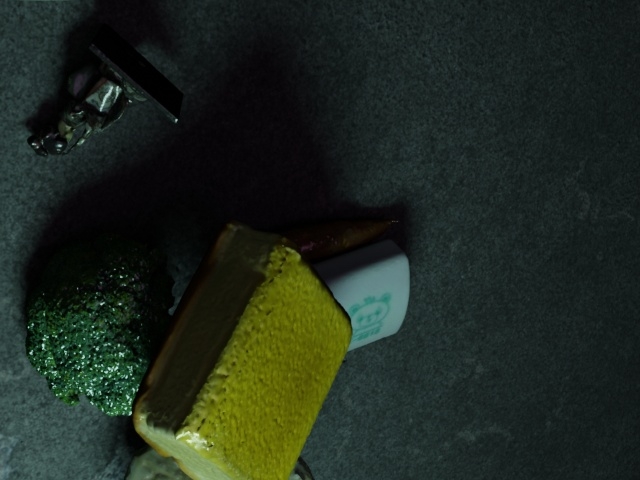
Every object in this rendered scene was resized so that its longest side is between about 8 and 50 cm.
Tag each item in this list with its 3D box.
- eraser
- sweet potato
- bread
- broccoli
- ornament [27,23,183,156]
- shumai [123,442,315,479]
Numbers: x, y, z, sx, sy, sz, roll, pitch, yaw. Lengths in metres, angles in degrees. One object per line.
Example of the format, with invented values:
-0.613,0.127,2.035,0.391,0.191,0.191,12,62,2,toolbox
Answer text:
0.006,0.120,1.919,0.290,0.104,0.189,-19,130,-27,eraser
0.000,0.000,1.890,0.314,0.072,0.066,-9,127,-28,sweet potato
-0.100,0.181,1.621,0.333,0.143,0.324,-63,149,-21,bread
-0.305,0.123,1.667,0.241,0.261,0.269,23,55,-60,broccoli
-0.313,-0.174,1.584,0.196,0.166,0.153,-43,107,13,ornament
-0.154,0.426,1.847,0.314,0.262,0.267,-1,76,1,shumai
